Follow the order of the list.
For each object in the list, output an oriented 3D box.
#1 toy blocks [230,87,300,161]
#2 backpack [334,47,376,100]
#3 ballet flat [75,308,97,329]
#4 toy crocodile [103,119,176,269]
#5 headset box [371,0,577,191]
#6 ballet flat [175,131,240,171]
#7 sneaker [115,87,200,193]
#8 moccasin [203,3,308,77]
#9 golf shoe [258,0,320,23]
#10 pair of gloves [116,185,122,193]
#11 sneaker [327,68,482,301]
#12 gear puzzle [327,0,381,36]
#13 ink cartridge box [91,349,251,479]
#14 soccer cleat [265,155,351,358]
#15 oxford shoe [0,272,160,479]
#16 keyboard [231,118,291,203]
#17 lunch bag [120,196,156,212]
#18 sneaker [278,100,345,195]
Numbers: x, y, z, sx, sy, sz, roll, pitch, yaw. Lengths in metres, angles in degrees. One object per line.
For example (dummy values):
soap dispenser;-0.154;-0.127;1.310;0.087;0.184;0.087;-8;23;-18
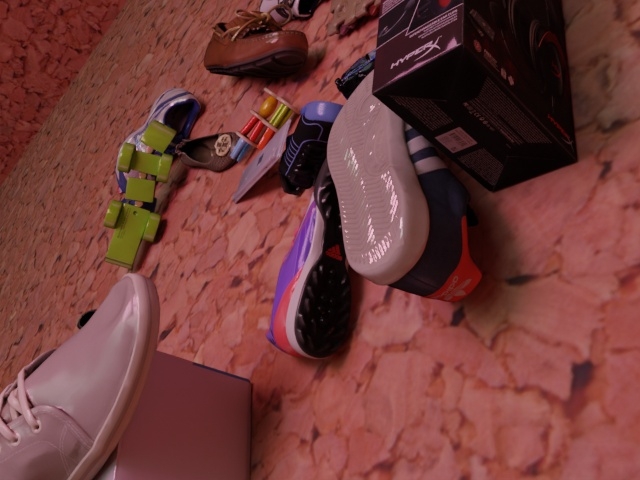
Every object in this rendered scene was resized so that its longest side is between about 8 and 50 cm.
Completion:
toy blocks;-0.112;-0.203;1.151;0.148;0.054;0.123;-55;35;9
backpack;0.096;-0.224;0.864;0.114;0.105;0.084;-31;23;22
ballet flat;-0.528;0.181;1.412;0.173;0.049;0.058;-9;59;48
toy crocodile;-0.406;-0.105;1.377;0.105;0.115;0.341;-164;88;-77
headset box;0.173;-0.238;0.675;0.110;0.218;0.294;-20;51;42
ballet flat;-0.246;-0.195;1.308;0.249;0.058;0.084;9;75;53
sneaker;-0.395;-0.238;1.481;0.131;0.111;0.297;26;89;54
moccasin;-0.134;-0.407;1.242;0.380;0.139;0.147;-146;60;-63
golf shoe;-0.063;-0.492;1.270;0.198;0.077;0.094;-26;49;41
pair of gloves;-0.517;-0.230;1.706;0.159;0.023;0.198;-40;41;27
sneaker;0.103;-0.070;0.718;0.131;0.148;0.350;-43;33;37
gear puzzle;0.137;-0.469;1.019;0.338;0.044;0.176;-12;65;52
ink cartridge box;-0.257;0.305;0.860;0.270;0.198;0.197;-34;44;34
soccer cleat;0.000;0.000;0.833;0.116;0.108;0.319;-8;63;53
oxford shoe;-0.339;0.227;0.734;0.449;0.130;0.169;-54;35;9
keyboard;-0.106;-0.132;1.067;0.256;0.014;0.072;-29;38;62
lunch bag;-0.452;-0.077;1.481;0.098;0.065;0.067;-31;45;35
sneaker;-0.011;-0.131;0.918;0.232;0.081;0.091;147;133;-74
